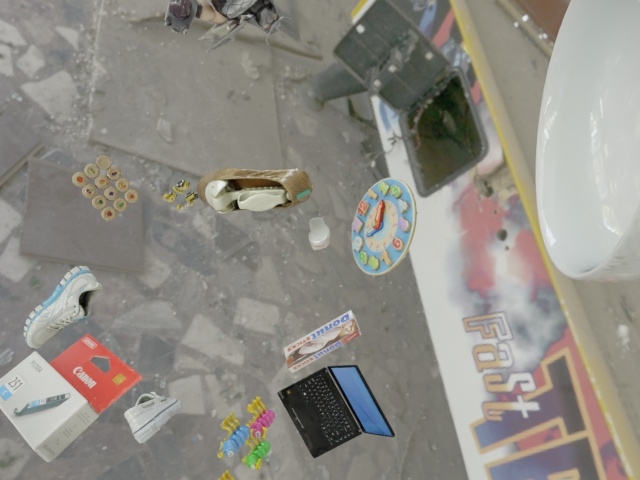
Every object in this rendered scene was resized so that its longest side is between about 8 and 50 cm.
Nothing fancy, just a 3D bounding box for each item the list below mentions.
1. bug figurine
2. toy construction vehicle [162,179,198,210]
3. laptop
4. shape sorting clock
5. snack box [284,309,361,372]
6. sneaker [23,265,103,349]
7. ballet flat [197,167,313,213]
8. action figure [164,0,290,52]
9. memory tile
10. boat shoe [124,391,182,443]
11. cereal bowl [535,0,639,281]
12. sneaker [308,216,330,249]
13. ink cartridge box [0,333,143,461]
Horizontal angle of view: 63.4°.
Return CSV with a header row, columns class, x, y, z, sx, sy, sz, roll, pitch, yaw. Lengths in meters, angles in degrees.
class,x,y,z,sx,sy,sz,roll,pitch,yaw
bug figurine,-0.180,0.513,1.242,0.072,0.279,0.216,18,29,20
toy construction vehicle,-0.406,-0.128,1.523,0.086,0.098,0.035,30,35,-56
laptop,0.039,0.495,1.481,0.234,0.264,0.136,62,3,-3
shape sorting clock,0.124,-0.030,1.071,0.040,0.206,0.206,14,55,-26
snack box,0.002,0.223,1.141,0.022,0.178,0.064,53,11,-35
sneaker,-0.516,0.147,1.047,0.083,0.191,0.071,34,-5,19
ballet flat,-0.186,-0.112,1.275,0.124,0.342,0.116,-56,141,-52
action figure,-0.124,-0.317,0.549,0.285,0.185,0.099,41,1,-45
memory tile,-0.557,-0.137,1.348,0.113,0.012,0.148,-43,110,-21
boat shoe,-0.351,0.355,1.096,0.083,0.226,0.076,-36,88,-11
cereal bowl,0.340,-0.120,0.533,0.339,0.141,0.339,4,90,-83
sneaker,0.000,0.000,1.236,0.134,0.051,0.070,-101,180,-65
ink cartridge box,-0.624,0.349,1.260,0.261,0.296,0.066,-44,135,-31
